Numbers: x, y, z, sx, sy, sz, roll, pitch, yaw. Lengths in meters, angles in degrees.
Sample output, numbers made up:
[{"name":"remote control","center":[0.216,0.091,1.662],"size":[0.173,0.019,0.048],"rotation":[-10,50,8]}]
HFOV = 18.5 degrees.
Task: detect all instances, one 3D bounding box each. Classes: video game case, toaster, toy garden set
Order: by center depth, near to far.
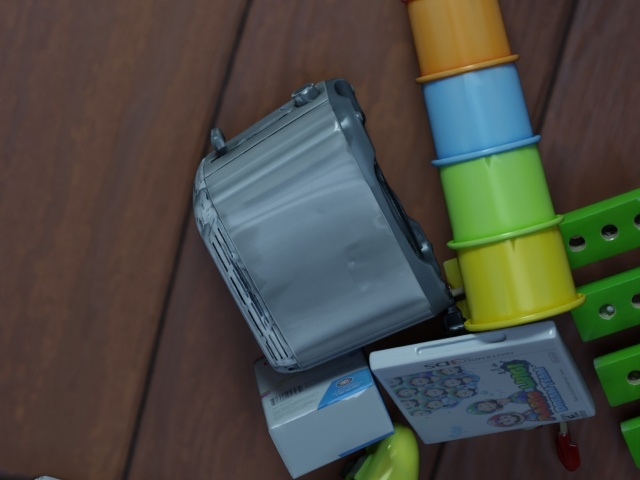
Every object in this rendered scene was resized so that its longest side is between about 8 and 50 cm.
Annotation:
[{"name":"toaster","center":[0.000,0.000,1.492],"size":[0.146,0.129,0.227],"rotation":[-26,108,6]},{"name":"video game case","center":[0.128,0.112,1.521],"size":[0.143,0.019,0.157],"rotation":[-11,150,14]},{"name":"toy garden set","center":[0.219,0.077,1.580],"size":[0.204,0.049,0.244],"rotation":[-20,118,13]}]

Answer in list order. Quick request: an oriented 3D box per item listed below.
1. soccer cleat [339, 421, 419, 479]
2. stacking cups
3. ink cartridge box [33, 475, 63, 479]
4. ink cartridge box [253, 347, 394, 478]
[{"name":"soccer cleat","center":[0.042,0.286,1.595],"size":[0.121,0.093,0.289],"rotation":[19,102,5]},{"name":"stacking cups","center":[0.116,-0.095,1.454],"size":[0.096,0.096,0.316],"rotation":[-14,95,-2]},{"name":"ink cartridge box","center":[-0.170,0.376,1.588],"size":[0.223,0.129,0.307],"rotation":[17,106,-7]},{"name":"ink cartridge box","center":[0.001,0.122,1.535],"size":[0.088,0.122,0.052],"rotation":[-24,113,2]}]
